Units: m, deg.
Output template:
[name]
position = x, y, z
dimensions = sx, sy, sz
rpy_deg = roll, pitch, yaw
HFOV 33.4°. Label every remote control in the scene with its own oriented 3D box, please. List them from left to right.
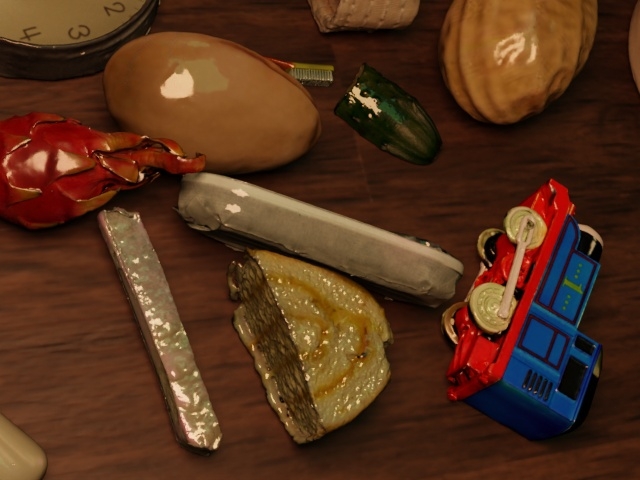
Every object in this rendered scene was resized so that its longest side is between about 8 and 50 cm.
[remote control]
position = 0.000, 0.000, 0.879
dimensions = 0.247, 0.104, 0.052
rpy_deg = 18, 82, -11

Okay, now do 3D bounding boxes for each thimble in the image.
[thimble]
position = 0.040, -0.255, 1.008
dimensions = 0.090, 0.102, 0.115
rpy_deg = -7, 99, -24

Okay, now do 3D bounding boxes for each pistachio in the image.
[pistachio]
position = -0.090, -0.110, 0.885
dimensions = 0.186, 0.126, 0.108
rpy_deg = 16, 31, -19

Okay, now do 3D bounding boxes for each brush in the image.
[brush]
position = -0.029, -0.156, 0.984
dimensions = 0.083, 0.019, 0.021
rpy_deg = 7, 75, -20

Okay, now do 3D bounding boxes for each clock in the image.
[clock]
position = -0.247, -0.245, 0.925
dimensions = 0.226, 0.049, 0.226
rpy_deg = 7, 66, -17

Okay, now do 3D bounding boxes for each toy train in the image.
[toy train]
position = 0.186, 0.060, 0.933
dimensions = 0.131, 0.083, 0.204
rpy_deg = 30, 62, -5

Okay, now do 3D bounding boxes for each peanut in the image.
[peanut]
position = 0.211, -0.248, 1.050
dimensions = 0.153, 0.140, 0.325
rpy_deg = 41, 53, -21

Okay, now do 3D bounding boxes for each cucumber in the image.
[cucumber]
position = 0.072, -0.118, 0.996
dimensions = 0.107, 0.035, 0.067
rpy_deg = 35, 58, -5

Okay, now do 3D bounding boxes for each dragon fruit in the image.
[dragon fruit]
position = -0.183, -0.052, 0.828
dimensions = 0.191, 0.094, 0.094
rpy_deg = 1, 66, -2

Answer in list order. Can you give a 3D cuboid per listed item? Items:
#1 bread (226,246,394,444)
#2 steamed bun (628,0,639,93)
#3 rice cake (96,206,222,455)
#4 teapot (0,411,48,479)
[bread]
position = 0.002, 0.070, 0.846
dimensions = 0.110, 0.103, 0.156
rpy_deg = -20, 83, -21
[steamed bun]
position = 0.415, -0.214, 1.101
dimensions = 0.164, 0.146, 0.241
rpy_deg = 8, 65, -11
[rice cake]
position = -0.126, 0.069, 0.833
dimensions = 0.034, 0.043, 0.210
rpy_deg = -18, 74, -19
[teapot]
position = -0.330, 0.053, 0.702
dimensions = 0.220, 0.149, 0.318
rpy_deg = -19, 74, -35
